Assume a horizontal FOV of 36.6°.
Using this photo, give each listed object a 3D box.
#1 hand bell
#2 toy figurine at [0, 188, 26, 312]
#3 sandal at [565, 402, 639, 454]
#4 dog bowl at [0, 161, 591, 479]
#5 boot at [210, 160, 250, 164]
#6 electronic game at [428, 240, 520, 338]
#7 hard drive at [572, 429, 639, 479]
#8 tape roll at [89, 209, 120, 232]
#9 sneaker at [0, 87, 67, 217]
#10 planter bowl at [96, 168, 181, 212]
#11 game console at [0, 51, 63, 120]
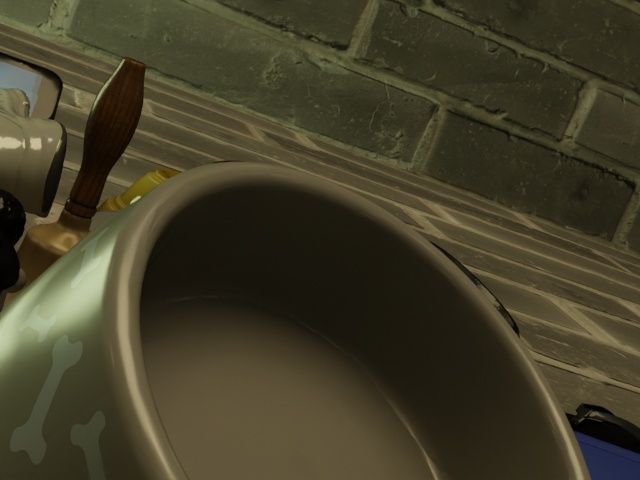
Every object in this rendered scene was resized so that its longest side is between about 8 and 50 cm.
[{"bbox_3d":[-0.196,-0.036,0.800,0.126,0.242,0.126,21,12,-5],"label":"hand bell"},{"bbox_3d":[-0.176,0.057,0.648,0.213,0.148,0.209,19,12,-16],"label":"toy figurine"},{"bbox_3d":[0.333,0.217,1.101,0.255,0.054,0.097,15,13,-32],"label":"sandal"},{"bbox_3d":[0.005,0.105,0.499,0.349,0.102,0.348,29,35,-23],"label":"dog bowl"},{"bbox_3d":[-0.091,-0.074,1.660,0.219,0.082,0.106,18,-10,2],"label":"boot"},{"bbox_3d":[0.199,0.080,1.384,0.229,0.048,0.229,40,13,-12],"label":"electronic game"},{"bbox_3d":[0.311,0.268,0.862,0.210,0.040,0.318,21,11,-9],"label":"hard drive"},{"bbox_3d":[-0.138,0.046,0.965,0.219,0.072,0.219,21,11,-4],"label":"tape roll"},{"bbox_3d":[-0.346,-0.103,0.944,0.129,0.111,0.297,10,5,-33],"label":"sneaker"},{"bbox_3d":[-0.173,-0.031,1.205,0.217,0.090,0.217,21,11,-4],"label":"planter bowl"},{"bbox_3d":[-0.470,-0.208,1.211,0.293,0.173,0.250,17,-11,-20],"label":"game console"}]
